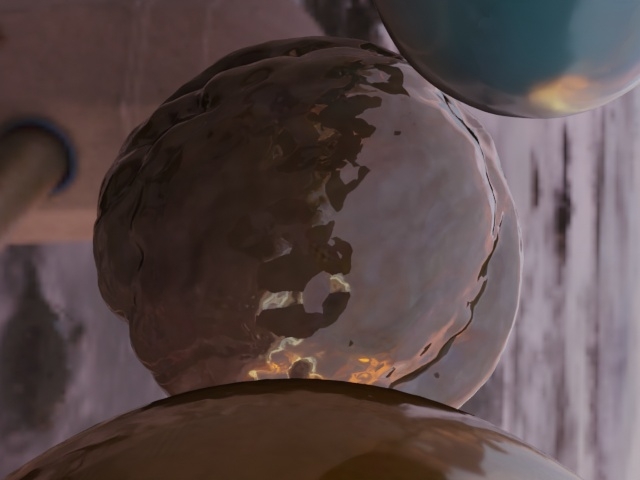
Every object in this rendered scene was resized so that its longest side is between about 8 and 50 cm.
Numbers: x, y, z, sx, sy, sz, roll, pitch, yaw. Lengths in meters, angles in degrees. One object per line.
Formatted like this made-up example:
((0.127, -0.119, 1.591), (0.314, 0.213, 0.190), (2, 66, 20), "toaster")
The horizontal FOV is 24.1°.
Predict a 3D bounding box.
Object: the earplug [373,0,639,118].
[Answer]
((0.068, -0.190, 0.394), (0.185, 0.185, 0.324), (-54, 145, -67), "earplug")

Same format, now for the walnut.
((0.001, 0.002, 0.849), (0.248, 0.248, 0.248), (0, 90, -76), "walnut")

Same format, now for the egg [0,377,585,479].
((-0.010, 0.188, 0.372), (0.351, 0.283, 0.282), (-83, 167, -60), "egg")
